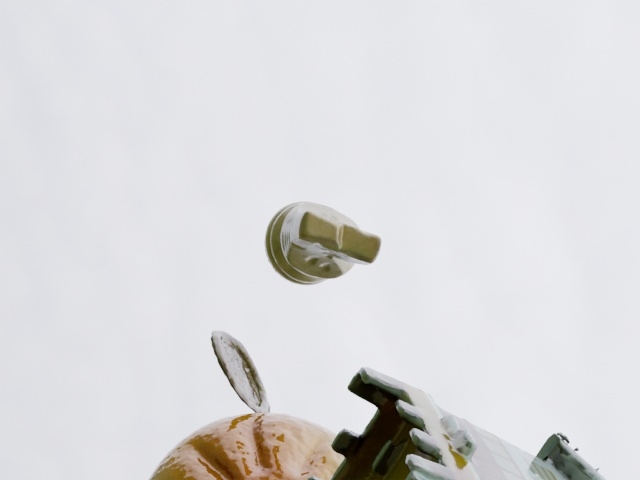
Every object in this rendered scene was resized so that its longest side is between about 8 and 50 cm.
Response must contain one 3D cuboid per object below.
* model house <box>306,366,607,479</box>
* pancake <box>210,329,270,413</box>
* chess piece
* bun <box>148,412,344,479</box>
[{"bbox_3d":[0.089,0.237,1.219,0.224,0.215,0.198,-58,-158,11],"label":"model house"},{"bbox_3d":[-0.087,0.144,1.776,0.011,0.115,0.115,-31,-98,12],"label":"pancake"},{"bbox_3d":[0.000,0.000,1.634,0.200,0.090,0.090,169,-102,-80],"label":"chess piece"},{"bbox_3d":[-0.051,0.317,1.671,0.299,0.299,0.165,55,-18,15],"label":"bun"}]
